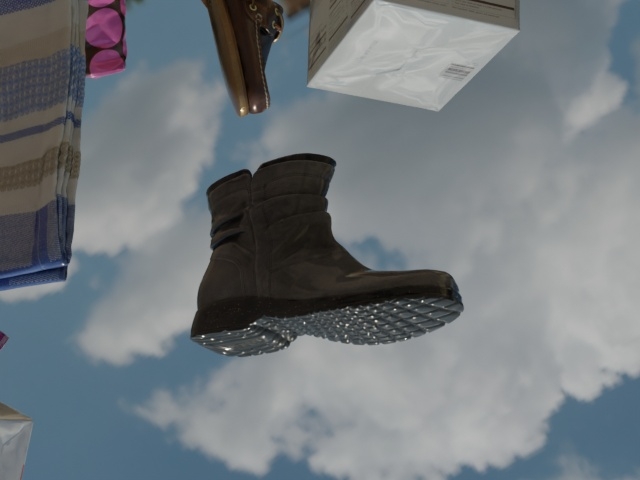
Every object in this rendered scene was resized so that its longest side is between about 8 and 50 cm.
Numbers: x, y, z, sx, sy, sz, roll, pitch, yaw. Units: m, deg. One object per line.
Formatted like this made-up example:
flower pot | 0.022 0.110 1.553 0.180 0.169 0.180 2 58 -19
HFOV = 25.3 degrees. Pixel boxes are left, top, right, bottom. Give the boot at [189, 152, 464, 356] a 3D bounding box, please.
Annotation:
boot | 0.000 0.000 1.587 0.338 0.118 0.223 -6 -115 26

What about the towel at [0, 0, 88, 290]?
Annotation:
towel | -0.288 -0.083 1.142 0.209 0.034 0.285 -9 -119 12

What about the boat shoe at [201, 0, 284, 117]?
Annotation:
boat shoe | -0.070 -0.212 1.331 0.073 0.073 0.207 -10 -112 -12

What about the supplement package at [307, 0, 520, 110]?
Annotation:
supplement package | 0.120 -0.303 1.898 0.262 0.204 0.145 137 -42 -63

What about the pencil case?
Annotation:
pencil case | -0.283 -0.292 1.707 0.095 0.209 0.098 8 -149 16

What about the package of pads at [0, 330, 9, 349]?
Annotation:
package of pads | -0.429 0.132 1.785 0.083 0.050 0.032 -41 -166 47

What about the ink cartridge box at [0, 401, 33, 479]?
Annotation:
ink cartridge box | -0.420 0.229 1.630 0.198 0.067 0.115 16 -84 43
